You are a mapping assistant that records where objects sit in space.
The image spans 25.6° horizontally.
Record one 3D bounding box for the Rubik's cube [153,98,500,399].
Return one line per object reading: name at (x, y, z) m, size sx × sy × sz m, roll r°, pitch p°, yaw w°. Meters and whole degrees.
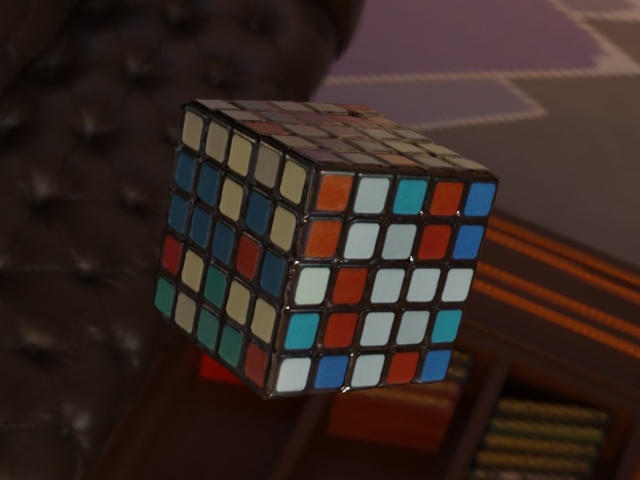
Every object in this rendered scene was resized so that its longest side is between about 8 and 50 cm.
Rubik's cube at (0.000, 0.000, 1.090) m, size 0.187 × 0.182 × 0.184 m, roll -3°, pitch 112°, yaw -36°
